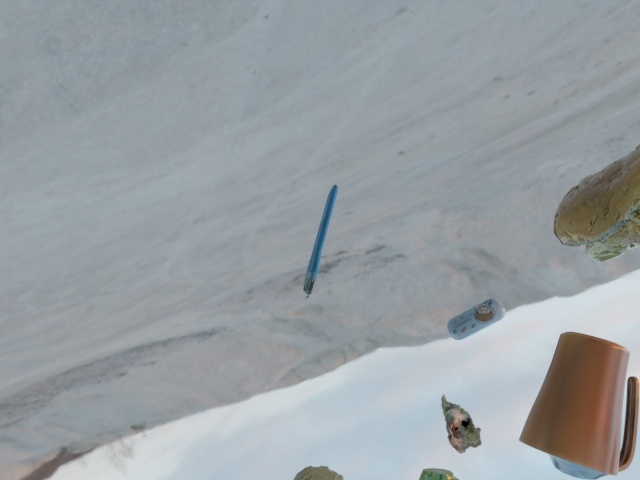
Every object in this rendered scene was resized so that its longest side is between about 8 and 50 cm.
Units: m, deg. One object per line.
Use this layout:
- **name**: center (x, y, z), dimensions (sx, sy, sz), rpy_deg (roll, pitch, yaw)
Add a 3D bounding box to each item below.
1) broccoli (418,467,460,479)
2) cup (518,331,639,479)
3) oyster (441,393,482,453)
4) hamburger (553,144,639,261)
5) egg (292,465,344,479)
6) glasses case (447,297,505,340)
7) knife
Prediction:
- **broccoli**: center (0.346, 0.770, 1.595), dimensions (0.307, 0.275, 0.308), rpy_deg (0, 174, 0)
- **cup**: center (0.530, 0.330, 1.150), dimensions (0.226, 0.264, 0.182), rpy_deg (20, 172, -11)
- **oyster**: center (0.364, 0.484, 1.518), dimensions (0.106, 0.061, 0.200), rpy_deg (-3, -160, 15)
- **hamburger**: center (0.429, -0.046, 0.835), dimensions (0.131, 0.124, 0.262), rpy_deg (-33, 172, -21)
- **egg**: center (-0.005, 0.620, 1.450), dimensions (0.140, 0.118, 0.116), rpy_deg (16, 154, -21)
- **glasses case**: center (0.445, 0.227, 1.674), dimensions (0.178, 0.067, 0.045), rpy_deg (-35, 156, 27)
- **knife**: center (0.002, 0.001, 1.472), dimensions (0.026, 0.297, 0.044), rpy_deg (17, 176, -18)
